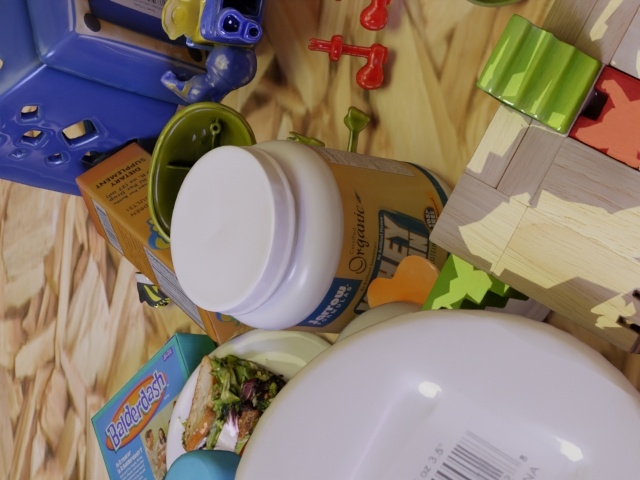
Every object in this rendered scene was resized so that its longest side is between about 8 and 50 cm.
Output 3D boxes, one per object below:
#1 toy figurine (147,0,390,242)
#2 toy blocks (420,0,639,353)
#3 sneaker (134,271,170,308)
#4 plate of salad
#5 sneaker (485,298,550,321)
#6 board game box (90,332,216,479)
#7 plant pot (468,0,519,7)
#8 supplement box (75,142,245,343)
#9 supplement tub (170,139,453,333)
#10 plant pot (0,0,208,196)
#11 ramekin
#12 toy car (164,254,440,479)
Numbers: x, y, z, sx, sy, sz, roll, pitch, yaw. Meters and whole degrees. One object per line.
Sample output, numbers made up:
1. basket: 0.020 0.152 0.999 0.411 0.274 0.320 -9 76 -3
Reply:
1. toy figurine: -0.054 -0.183 1.271 0.217 0.191 0.363 -128 44 -74
2. toy blocks: 0.252 -0.062 0.849 0.261 0.190 0.381 30 97 26
3. sneaker: -0.151 0.050 1.389 0.083 0.031 0.035 12 108 52
4. plate of salad: -0.053 0.167 1.213 0.199 0.048 0.200 -10 68 25
5. sneaker: 0.143 -0.040 1.027 0.080 0.094 0.212 17 97 49
6. board game box: -0.129 0.216 1.325 0.160 0.047 0.210 -44 56 35
7. plant pot: 0.129 -0.235 1.087 0.083 0.083 0.079 -50 40 31
8. supplement box: -0.133 -0.002 1.318 0.233 0.078 0.080 38 154 42
9. supplement tub: 0.000 0.000 1.099 0.144 0.199 0.144 -7 80 47
10. plant pot: -0.248 -0.201 1.385 0.212 0.236 0.236 -30 63 34
11. ramekin: 0.080 0.173 0.813 0.277 0.135 0.277 -5 60 9
12. toy car: 0.038 0.124 1.029 0.210 0.219 0.238 17 96 48
